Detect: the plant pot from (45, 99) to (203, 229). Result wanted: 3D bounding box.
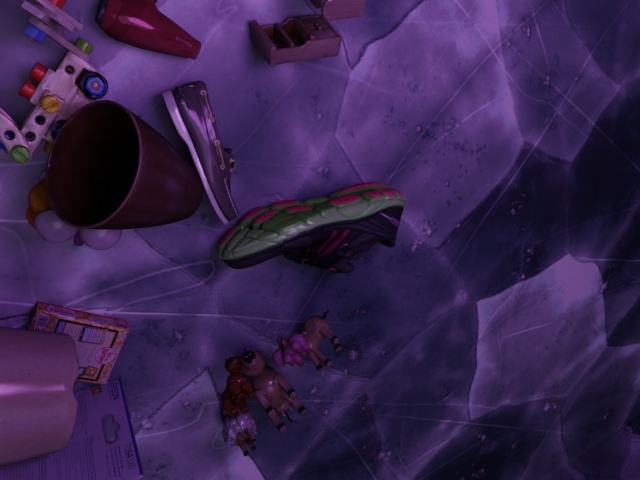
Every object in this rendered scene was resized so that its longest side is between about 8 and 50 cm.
[{"bbox_3d":[-0.325,-0.108,0.982,0.216,0.215,0.230,-60,153,5],"label":"plant pot"}]

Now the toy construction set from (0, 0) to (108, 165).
[{"bbox_3d":[-0.500,-0.266,0.929,0.215,0.151,0.328,31,105,-34],"label":"toy construction set"}]

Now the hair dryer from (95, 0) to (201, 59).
[{"bbox_3d":[-0.313,-0.457,0.978,0.223,0.080,0.294,-35,123,-12],"label":"hair dryer"}]

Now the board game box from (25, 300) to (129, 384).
[{"bbox_3d":[-0.535,0.226,1.167,0.193,0.045,0.147,21,99,-32],"label":"board game box"}]

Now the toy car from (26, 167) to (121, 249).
[{"bbox_3d":[-0.469,-0.047,1.045,0.181,0.159,0.136,12,139,-32],"label":"toy car"}]

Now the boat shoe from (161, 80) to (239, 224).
[{"bbox_3d":[-0.227,-0.176,1.125,0.091,0.109,0.305,-25,117,-11],"label":"boat shoe"}]

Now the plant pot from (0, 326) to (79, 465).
[{"bbox_3d":[-0.614,0.276,0.963,0.305,0.333,0.334,6,108,-37],"label":"plant pot"}]

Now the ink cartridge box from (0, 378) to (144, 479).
[{"bbox_3d":[-0.544,0.439,1.085,0.329,0.324,0.072,-11,116,-23],"label":"ink cartridge box"}]

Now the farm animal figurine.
[{"bbox_3d":[-0.119,0.339,1.378,0.330,0.172,0.327,-22,132,-27],"label":"farm animal figurine"}]

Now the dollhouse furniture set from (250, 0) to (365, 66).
[{"bbox_3d":[-0.036,-0.480,1.042,0.160,0.212,0.242,-16,144,-23],"label":"dollhouse furniture set"}]

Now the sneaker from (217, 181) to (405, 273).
[{"bbox_3d":[0.000,0.000,1.277,0.482,0.185,0.203,-13,112,-22],"label":"sneaker"}]
